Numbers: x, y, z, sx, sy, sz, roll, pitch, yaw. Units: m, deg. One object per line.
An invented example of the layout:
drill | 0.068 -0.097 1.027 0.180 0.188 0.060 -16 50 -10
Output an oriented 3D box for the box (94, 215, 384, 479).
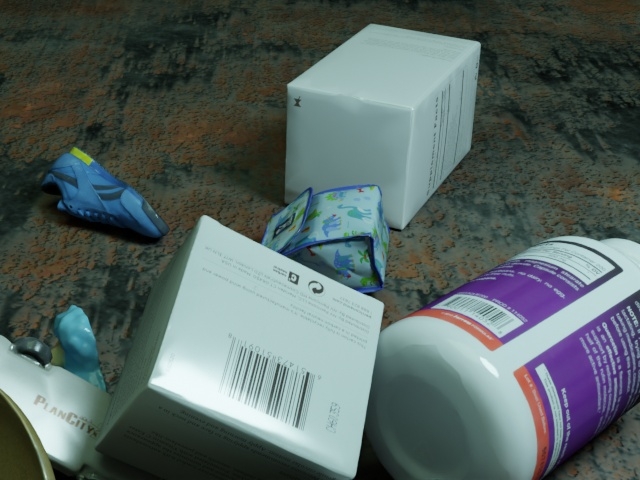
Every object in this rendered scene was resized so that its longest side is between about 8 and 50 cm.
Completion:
box | -0.061 0.109 0.938 0.181 0.119 0.182 27 46 -15

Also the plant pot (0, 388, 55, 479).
plant pot | -0.264 0.207 0.826 0.236 0.236 0.032 22 8 34

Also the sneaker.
sneaker | -0.278 -0.043 1.471 0.209 0.069 0.082 33 73 32

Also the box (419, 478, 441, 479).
box | 0.055 0.296 0.698 0.318 0.097 0.395 2 23 -35

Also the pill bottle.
pill bottle | 0.197 0.108 1.059 0.181 0.181 0.323 25 35 38

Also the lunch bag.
lunch bag | 0.000 0.000 1.361 0.151 0.096 0.129 -8 28 13

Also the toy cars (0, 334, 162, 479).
toy cars | -0.138 0.152 1.001 0.394 0.087 0.176 -5 61 -38

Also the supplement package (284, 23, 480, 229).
supplement package | 0.088 -0.164 1.579 0.177 0.175 0.293 14 30 20

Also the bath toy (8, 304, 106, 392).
bath toy | -0.355 0.164 0.987 0.348 0.129 0.151 -18 33 -31
